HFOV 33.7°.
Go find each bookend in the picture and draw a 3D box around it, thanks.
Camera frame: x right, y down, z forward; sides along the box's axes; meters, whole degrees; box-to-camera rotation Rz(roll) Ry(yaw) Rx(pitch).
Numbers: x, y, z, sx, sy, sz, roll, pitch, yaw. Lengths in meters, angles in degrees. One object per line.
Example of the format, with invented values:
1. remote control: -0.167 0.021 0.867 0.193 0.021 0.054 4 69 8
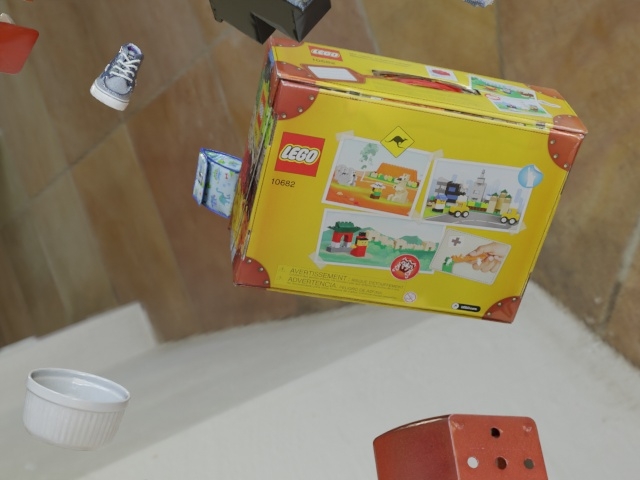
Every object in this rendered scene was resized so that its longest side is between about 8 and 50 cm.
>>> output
1. bookend: -0.052 -0.276 1.182 0.157 0.072 0.156 35 165 17

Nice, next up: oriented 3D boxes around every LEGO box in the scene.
1. LEGO box: 0.125 -0.093 1.743 0.193 0.500 0.372 -103 25 -59

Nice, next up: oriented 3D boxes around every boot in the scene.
1. boot: -0.347 -0.289 1.826 0.086 0.069 0.190 -59 19 15

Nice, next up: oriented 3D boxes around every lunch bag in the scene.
1. lunch bag: -0.242 -0.140 2.532 0.151 0.096 0.129 27 116 33

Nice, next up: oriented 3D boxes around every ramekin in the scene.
1. ramekin: -0.488 0.335 2.086 0.207 0.207 0.109 22 98 53

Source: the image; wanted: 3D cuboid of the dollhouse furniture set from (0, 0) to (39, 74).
1. dollhouse furniture set: -0.529 -0.298 1.563 0.135 0.259 0.262 41 110 25

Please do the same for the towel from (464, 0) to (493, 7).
1. towel: 0.105 -0.353 1.032 0.209 0.285 0.034 -60 36 28

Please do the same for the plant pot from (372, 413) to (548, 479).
1. plant pot: 0.276 0.444 1.926 0.236 0.267 0.267 123 147 -51
